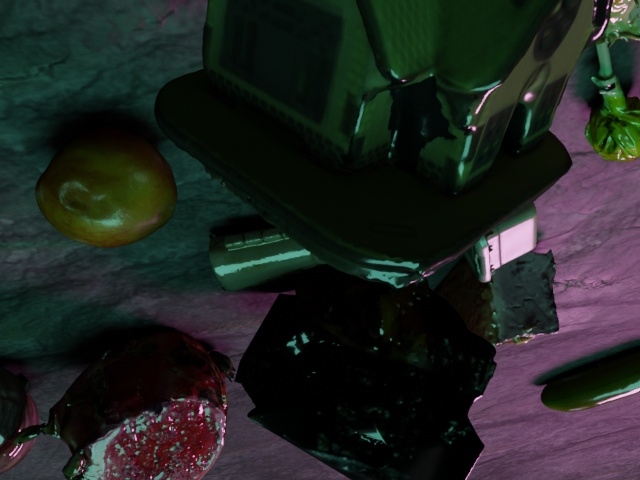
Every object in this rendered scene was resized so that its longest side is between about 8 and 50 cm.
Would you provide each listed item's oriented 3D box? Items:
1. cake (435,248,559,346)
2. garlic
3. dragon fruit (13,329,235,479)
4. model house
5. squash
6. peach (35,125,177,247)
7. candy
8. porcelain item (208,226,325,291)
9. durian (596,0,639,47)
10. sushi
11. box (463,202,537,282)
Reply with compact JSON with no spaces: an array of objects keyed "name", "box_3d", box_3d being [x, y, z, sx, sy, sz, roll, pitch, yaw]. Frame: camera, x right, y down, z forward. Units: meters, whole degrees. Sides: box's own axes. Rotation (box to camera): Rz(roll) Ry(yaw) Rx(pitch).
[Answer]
[{"name":"cake","box_3d":[0.195,0.111,0.969,0.116,0.112,0.295,1,154,-14]},{"name":"garlic","box_3d":[-0.475,0.249,0.953,0.245,0.160,0.245,-7,149,-4]},{"name":"dragon fruit","box_3d":[-0.217,0.237,0.944,0.282,0.147,0.211,-20,139,-26]},{"name":"model house","box_3d":[0.053,-0.159,0.386,0.218,0.205,0.278,-33,148,-41]},{"name":"squash","box_3d":[0.488,0.238,1.293,0.258,0.069,0.069,-29,145,31]},{"name":"peach","box_3d":[-0.166,-0.038,0.604,0.101,0.100,0.100,-7,150,-4]},{"name":"candy","box_3d":[0.233,-0.133,0.616,0.062,0.058,0.194,10,153,36]},{"name":"porcelain item","box_3d":[0.000,0.000,0.761,0.213,0.054,0.084,-14,152,9]},{"name":"durian","box_3d":[0.257,-0.185,0.503,0.224,0.078,0.140,3,137,-40]},{"name":"sushi","box_3d":[0.055,0.126,0.813,0.215,0.212,0.227,32,179,-8]},{"name":"box","box_3d":[0.142,-0.036,0.682,0.062,0.122,0.089,-24,149,1]}]
